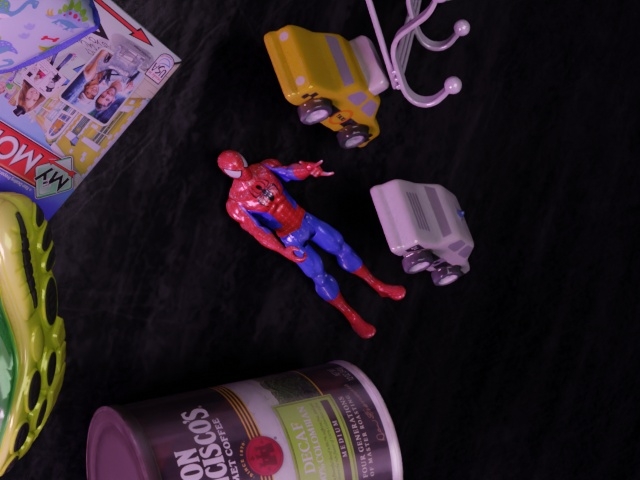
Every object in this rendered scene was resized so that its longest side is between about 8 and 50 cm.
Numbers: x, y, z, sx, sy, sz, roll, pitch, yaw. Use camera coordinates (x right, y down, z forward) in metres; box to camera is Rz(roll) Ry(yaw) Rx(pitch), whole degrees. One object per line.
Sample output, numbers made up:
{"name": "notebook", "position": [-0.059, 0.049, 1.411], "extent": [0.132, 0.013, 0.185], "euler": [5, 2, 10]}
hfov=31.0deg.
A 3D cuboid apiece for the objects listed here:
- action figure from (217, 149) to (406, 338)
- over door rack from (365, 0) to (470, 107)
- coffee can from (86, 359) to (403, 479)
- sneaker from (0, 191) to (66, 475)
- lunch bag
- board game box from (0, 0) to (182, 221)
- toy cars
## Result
{"name": "action figure", "position": [0.000, 0.000, 1.257], "extent": [0.280, 0.139, 0.091], "euler": [44, 76, -25]}
{"name": "over door rack", "position": [0.077, -0.331, 1.178], "extent": [0.324, 0.108, 0.239], "euler": [55, 31, -32]}
{"name": "coffee can", "position": [-0.082, 0.247, 1.210], "extent": [0.275, 0.201, 0.202], "euler": [-8, 102, -29]}
{"name": "sneaker", "position": [-0.319, 0.088, 1.114], "extent": [0.123, 0.109, 0.296], "euler": [8, 112, 13]}
{"name": "lunch bag", "position": [-0.268, -0.192, 0.888], "extent": [0.129, 0.151, 0.096], "euler": [35, 36, -53]}
{"name": "board game box", "position": [-0.288, -0.162, 1.012], "extent": [0.213, 0.046, 0.317], "euler": [-50, 144, 3]}
{"name": "toy cars", "position": [0.079, -0.094, 1.257], "extent": [0.087, 0.176, 0.394], "euler": [-26, 117, 19]}
